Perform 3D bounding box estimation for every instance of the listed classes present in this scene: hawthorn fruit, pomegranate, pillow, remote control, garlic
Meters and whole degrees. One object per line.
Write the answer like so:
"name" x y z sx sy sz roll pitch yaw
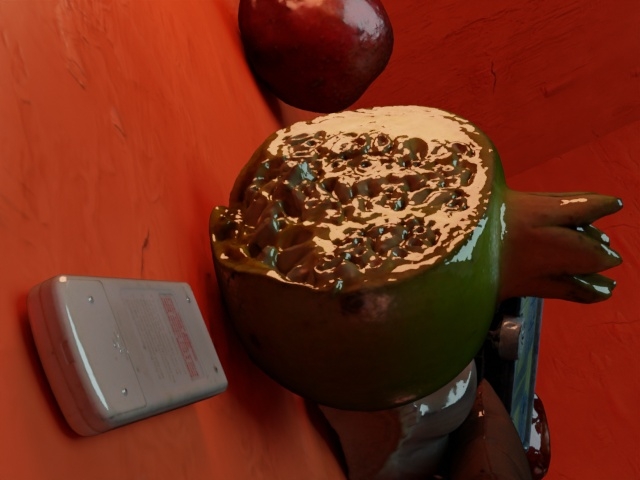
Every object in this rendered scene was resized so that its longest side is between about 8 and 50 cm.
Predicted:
"hawthorn fruit" -0.022 -0.374 1.437 0.307 0.265 0.265 45 21 -43
"pomegranate" 0.082 0.028 0.754 0.309 0.359 0.216 -71 162 -52
"pillow" 0.195 0.349 0.900 0.308 0.108 0.305 -58 141 -75
"remote control" -0.110 0.065 0.502 0.087 0.029 0.190 67 10 8
"garlic" 0.059 0.162 0.957 0.237 0.210 0.292 30 21 -5

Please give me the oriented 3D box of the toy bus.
"toy bus" 0.209 0.178 1.126 0.190 0.152 0.312 -31 125 -63

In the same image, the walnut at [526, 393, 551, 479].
"walnut" 0.291 0.347 1.540 0.222 0.244 0.269 18 41 -22
